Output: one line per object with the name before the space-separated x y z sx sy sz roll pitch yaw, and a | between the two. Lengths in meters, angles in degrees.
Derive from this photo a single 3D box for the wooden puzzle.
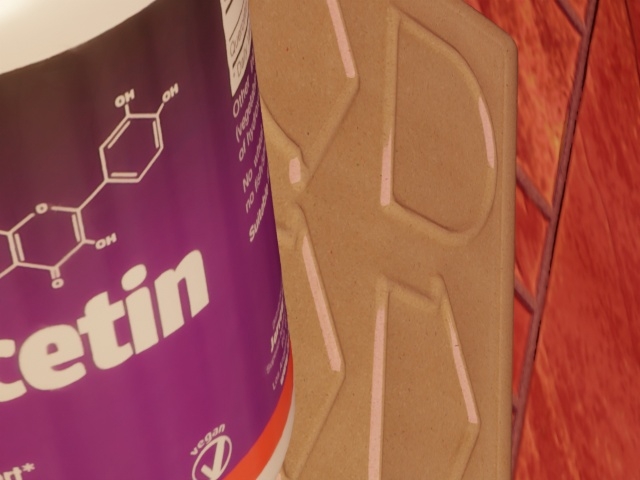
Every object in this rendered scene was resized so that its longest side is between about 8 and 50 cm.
wooden puzzle | 0.000 0.000 0.887 0.348 0.081 0.322 29 59 -55

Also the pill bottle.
pill bottle | -0.108 -0.040 0.547 0.323 0.182 0.181 84 25 -42
